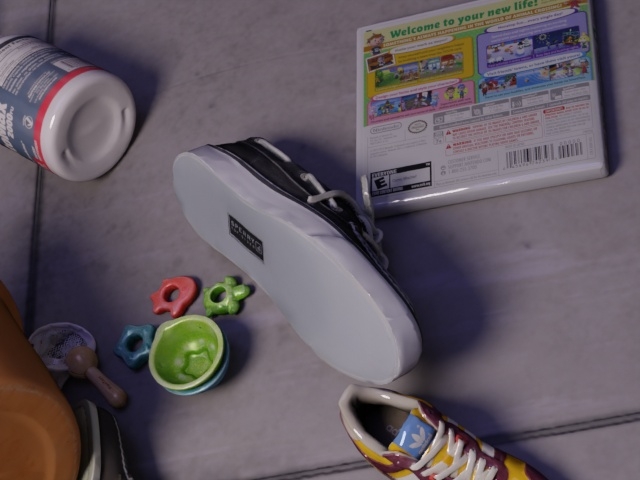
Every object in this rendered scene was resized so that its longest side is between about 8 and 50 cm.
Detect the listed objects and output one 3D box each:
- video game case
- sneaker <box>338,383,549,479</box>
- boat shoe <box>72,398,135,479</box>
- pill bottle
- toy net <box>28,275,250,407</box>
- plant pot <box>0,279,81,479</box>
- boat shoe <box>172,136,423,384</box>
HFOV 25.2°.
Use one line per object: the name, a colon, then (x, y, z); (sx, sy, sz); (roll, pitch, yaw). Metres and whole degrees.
video game case: (0.132, -0.121, 1.215); (0.212, 0.023, 0.193); (-10, 60, 20)
sneaker: (0.090, 0.164, 1.038); (0.185, 0.084, 0.069); (22, 74, 32)
boat shoe: (-0.171, 0.235, 1.129); (0.081, 0.069, 0.227); (-42, 43, 42)
pill bottle: (-0.271, -0.134, 1.351); (0.180, 0.108, 0.108); (27, 76, 34)
toy net: (-0.176, 0.084, 1.226); (0.232, 0.045, 0.122); (-6, 61, 21)
plant pot: (-0.322, 0.147, 1.097); (0.203, 0.291, 0.291); (29, 78, 38)
boat shoe: (0.000, 0.003, 1.155); (0.105, 0.113, 0.306); (-21, 36, -28)
